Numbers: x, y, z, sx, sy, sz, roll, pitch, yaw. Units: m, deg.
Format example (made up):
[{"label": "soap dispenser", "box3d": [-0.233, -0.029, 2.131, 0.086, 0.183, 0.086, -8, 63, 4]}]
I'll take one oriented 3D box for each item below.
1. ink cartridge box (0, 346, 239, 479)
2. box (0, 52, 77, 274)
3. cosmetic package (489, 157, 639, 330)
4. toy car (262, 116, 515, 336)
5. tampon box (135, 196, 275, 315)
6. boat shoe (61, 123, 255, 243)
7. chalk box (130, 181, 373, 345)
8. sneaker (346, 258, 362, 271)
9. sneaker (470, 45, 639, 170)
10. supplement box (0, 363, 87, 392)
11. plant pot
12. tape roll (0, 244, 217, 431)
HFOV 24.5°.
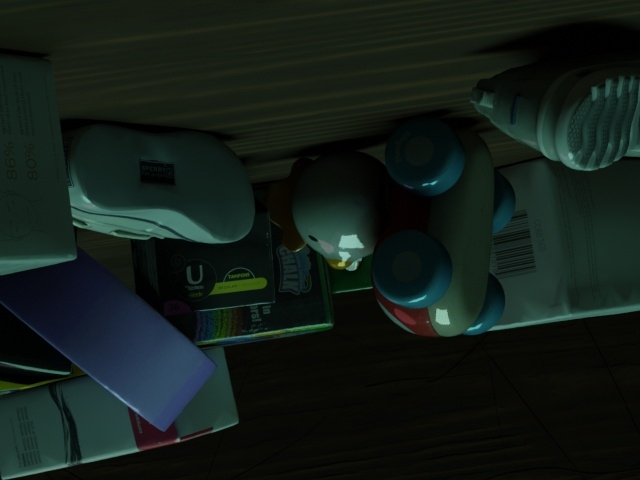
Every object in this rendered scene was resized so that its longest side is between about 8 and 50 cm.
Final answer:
[{"label": "ink cartridge box", "box3d": [-0.242, 0.200, 1.727, 0.237, 0.100, 0.172, -14, 176, 20]}, {"label": "box", "box3d": [-0.240, -0.043, 0.870, 0.091, 0.130, 0.170, -11, 174, 33]}, {"label": "cosmetic package", "box3d": [0.367, 0.001, 2.042, 0.156, 0.217, 0.385, -13, 172, 39]}, {"label": "toy car", "box3d": [0.051, -0.012, 1.496, 0.238, 0.210, 0.219, 3, 170, 24]}, {"label": "tampon box", "box3d": [-0.125, 0.005, 1.546, 0.121, 0.101, 0.161, -7, -165, -14]}, {"label": "boat shoe", "box3d": [-0.156, -0.043, 1.264, 0.088, 0.096, 0.267, -7, 176, 30]}, {"label": "chalk box", "box3d": [-0.074, 0.031, 1.777, 0.289, 0.180, 0.179, -7, 175, -2]}, {"label": "sneaker", "box3d": [0.000, 0.000, 2.169, 0.121, 0.099, 0.262, 0, 166, -10]}, {"label": "sneaker", "box3d": [0.228, -0.122, 1.191, 0.115, 0.105, 0.281, 24, -163, 33]}, {"label": "supplement box", "box3d": [-0.458, 0.117, 2.010, 0.195, 0.194, 0.356, -6, 175, -22]}, {"label": "plant pot", "box3d": [-0.389, 0.066, 1.696, 0.167, 0.188, 0.187, 4, 170, -26]}, {"label": "tape roll", "box3d": [-0.237, 0.075, 1.501, 0.090, 0.275, 0.275, -50, -178, -9]}]
